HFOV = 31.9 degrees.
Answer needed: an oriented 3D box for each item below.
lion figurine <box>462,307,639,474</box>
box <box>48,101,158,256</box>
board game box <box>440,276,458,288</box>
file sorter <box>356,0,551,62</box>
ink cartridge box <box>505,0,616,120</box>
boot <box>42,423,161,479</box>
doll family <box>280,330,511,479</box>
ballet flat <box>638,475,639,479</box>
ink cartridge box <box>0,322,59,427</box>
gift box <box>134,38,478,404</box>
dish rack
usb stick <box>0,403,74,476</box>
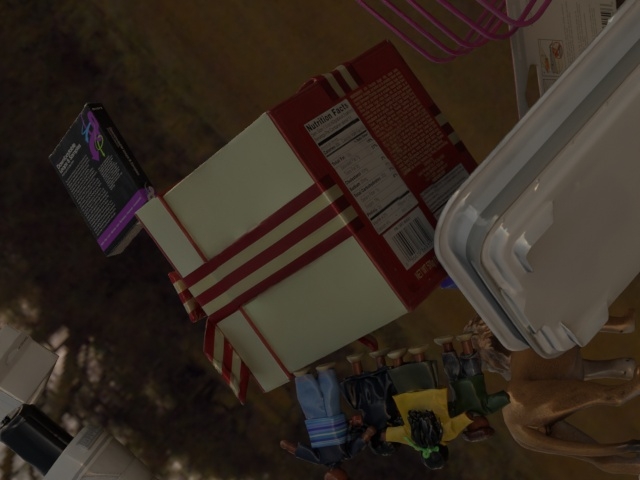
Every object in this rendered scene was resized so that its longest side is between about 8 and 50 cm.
[{"bbox_3d":[0.301,0.183,1.478,0.392,0.240,0.142,-60,-33,-71],"label":"lion figurine"},{"bbox_3d":[-0.274,-0.077,1.417,0.116,0.029,0.162,-43,74,38],"label":"box"},{"bbox_3d":[0.306,-0.023,1.330,0.347,0.233,0.078,4,-120,-54],"label":"board game box"},{"bbox_3d":[0.178,-0.353,1.396,0.202,0.182,0.290,35,173,-10],"label":"file sorter"},{"bbox_3d":[0.310,-0.181,1.451,0.060,0.239,0.275,-7,89,50],"label":"ink cartridge box"},{"bbox_3d":[-0.227,0.290,1.019,0.123,0.258,0.095,38,-152,0],"label":"boot"},{"bbox_3d":[0.060,0.149,0.945,0.076,0.193,0.111,-13,-90,-64],"label":"doll family"},{"bbox_3d":[0.514,0.385,1.482,0.139,0.139,0.400,34,162,44],"label":"ballet flat"},{"bbox_3d":[-0.436,0.193,1.570,0.090,0.092,0.143,32,144,-4],"label":"ink cartridge box"},{"bbox_3d":[0.000,0.000,1.111,0.258,0.255,0.276,-31,90,43],"label":"gift box"},{"bbox_3d":[0.269,-0.047,1.019,0.072,0.333,0.285,40,175,39],"label":"dish rack"},{"bbox_3d":[-0.270,0.298,1.357,0.278,0.045,0.077,42,130,-13],"label":"usb stick"}]
